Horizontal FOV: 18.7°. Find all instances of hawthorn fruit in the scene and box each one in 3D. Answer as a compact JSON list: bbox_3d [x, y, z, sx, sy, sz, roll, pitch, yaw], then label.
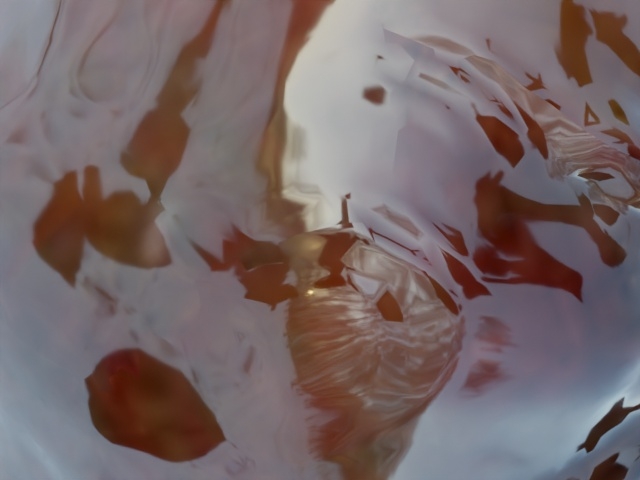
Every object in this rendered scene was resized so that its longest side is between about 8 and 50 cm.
[{"bbox_3d":[0.016,0.009,0.549,0.308,0.324,0.308,10,71,-31],"label":"hawthorn fruit"}]
